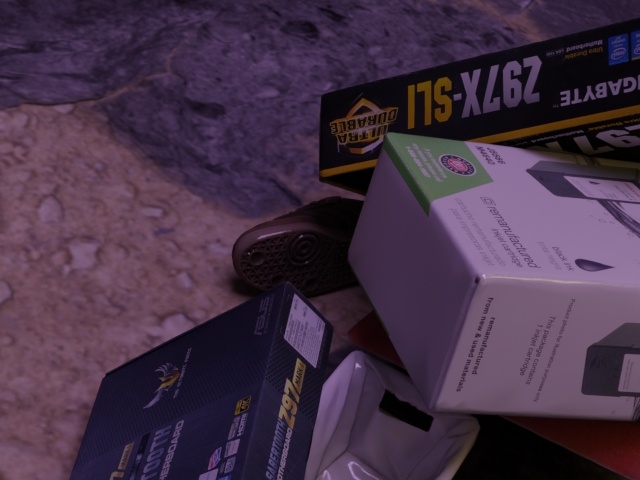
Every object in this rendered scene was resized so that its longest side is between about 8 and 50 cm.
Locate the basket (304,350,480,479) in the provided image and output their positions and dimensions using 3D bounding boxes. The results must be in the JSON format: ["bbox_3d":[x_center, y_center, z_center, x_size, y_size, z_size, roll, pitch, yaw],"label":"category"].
[{"bbox_3d":[0.022,0.180,1.296,0.113,0.103,0.167,30,42,11],"label":"basket"}]

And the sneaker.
[{"bbox_3d":[0.000,0.000,1.518,0.188,0.066,0.071,-3,31,-32],"label":"sneaker"}]

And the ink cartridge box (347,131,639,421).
[{"bbox_3d":[0.183,0.029,1.279,0.272,0.115,0.198,5,29,-22],"label":"ink cartridge box"}]

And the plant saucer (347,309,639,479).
[{"bbox_3d":[0.189,0.065,1.394,0.258,0.048,0.259,25,29,18],"label":"plant saucer"}]

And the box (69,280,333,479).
[{"bbox_3d":[-0.091,0.153,1.223,0.059,0.183,0.233,45,35,-26],"label":"box"}]

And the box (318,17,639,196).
[{"bbox_3d":[0.198,-0.080,1.432,0.257,0.322,0.079,19,67,-50],"label":"box"}]
